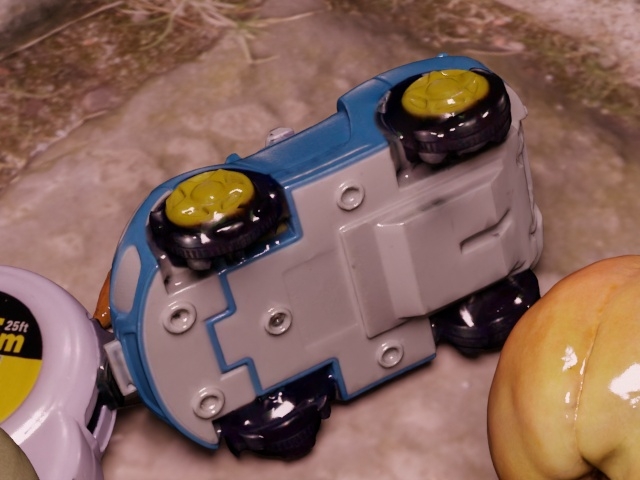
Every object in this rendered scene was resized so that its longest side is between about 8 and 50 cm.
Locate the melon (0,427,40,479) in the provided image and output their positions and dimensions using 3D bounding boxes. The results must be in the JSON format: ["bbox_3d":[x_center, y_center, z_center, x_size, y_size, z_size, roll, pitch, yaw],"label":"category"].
[{"bbox_3d":[-0.251,0.221,0.771,0.271,0.272,0.308,-6,64,3],"label":"melon"}]

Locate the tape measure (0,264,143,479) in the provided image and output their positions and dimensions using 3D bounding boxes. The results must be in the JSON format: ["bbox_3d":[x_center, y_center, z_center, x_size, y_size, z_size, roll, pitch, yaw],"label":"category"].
[{"bbox_3d":[-0.210,0.107,0.980,0.196,0.105,0.178,9,57,18],"label":"tape measure"}]

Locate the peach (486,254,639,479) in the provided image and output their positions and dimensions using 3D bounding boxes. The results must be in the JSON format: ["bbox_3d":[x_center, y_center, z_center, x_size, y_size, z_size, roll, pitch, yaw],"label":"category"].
[{"bbox_3d":[0.186,0.095,0.879,0.184,0.184,0.184,-4,47,5],"label":"peach"}]

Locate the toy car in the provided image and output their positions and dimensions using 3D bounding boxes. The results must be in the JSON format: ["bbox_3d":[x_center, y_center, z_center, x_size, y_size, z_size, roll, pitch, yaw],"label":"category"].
[{"bbox_3d":[0.000,0.000,0.988,0.314,0.198,0.166,-26,35,-13],"label":"toy car"}]

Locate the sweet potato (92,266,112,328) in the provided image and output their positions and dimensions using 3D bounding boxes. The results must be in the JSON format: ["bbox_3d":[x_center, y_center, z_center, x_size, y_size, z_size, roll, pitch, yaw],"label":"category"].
[{"bbox_3d":[-0.133,0.028,1.083,0.034,0.034,0.095,20,64,24],"label":"sweet potato"}]
